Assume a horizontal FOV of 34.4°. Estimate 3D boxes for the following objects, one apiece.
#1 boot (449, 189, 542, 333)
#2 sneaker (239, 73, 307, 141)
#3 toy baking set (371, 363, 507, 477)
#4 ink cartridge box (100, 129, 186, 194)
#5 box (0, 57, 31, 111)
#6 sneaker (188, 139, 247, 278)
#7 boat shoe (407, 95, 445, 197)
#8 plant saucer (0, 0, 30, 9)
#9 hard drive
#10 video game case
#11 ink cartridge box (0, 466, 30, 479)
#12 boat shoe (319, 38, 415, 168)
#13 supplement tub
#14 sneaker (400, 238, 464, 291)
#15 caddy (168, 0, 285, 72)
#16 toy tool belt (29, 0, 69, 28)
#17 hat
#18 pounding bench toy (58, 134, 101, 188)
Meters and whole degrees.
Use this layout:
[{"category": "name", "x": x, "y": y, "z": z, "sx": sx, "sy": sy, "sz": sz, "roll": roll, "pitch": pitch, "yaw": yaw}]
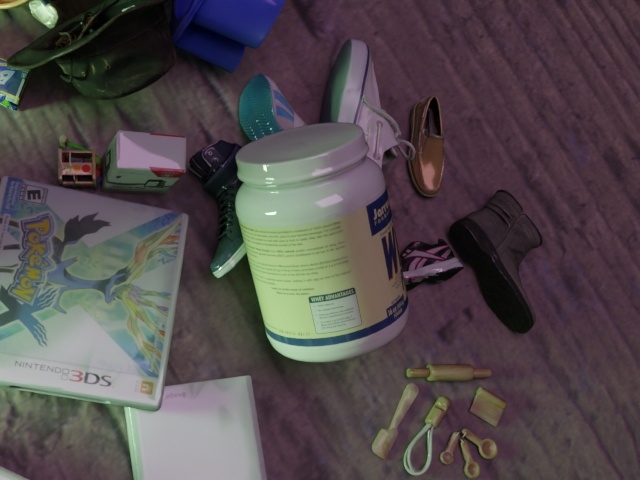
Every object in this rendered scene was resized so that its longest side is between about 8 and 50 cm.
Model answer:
[{"category": "boot", "x": 0.358, "y": 0.032, "z": 1.895, "sx": 0.161, "sy": 0.083, "sz": 0.246, "roll": -29, "pitch": 87, "yaw": -32}, {"category": "sneaker", "x": -0.066, "y": -0.190, "z": 1.783, "sx": 0.092, "sy": 0.087, "sz": 0.228, "roll": 10, "pitch": 46, "yaw": -49}, {"category": "toy baking set", "x": 0.211, "y": 0.306, "z": 1.775, "sx": 0.256, "sy": 0.030, "sz": 0.196, "roll": 7, "pitch": 71, "yaw": -19}, {"category": "ink cartridge box", "x": -0.284, "y": -0.121, "z": 1.647, "sx": 0.109, "sy": 0.150, "sz": 0.063, "roll": 2, "pitch": 77, "yaw": -21}, {"category": "box", "x": -0.551, "y": -0.268, "z": 1.639, "sx": 0.169, "sy": 0.054, "sz": 0.059, "roll": 20, "pitch": 68, "yaw": -15}, {"category": "sneaker", "x": -0.165, "y": -0.061, "z": 1.704, "sx": 0.163, "sy": 0.086, "sz": 0.226, "roll": 37, "pitch": 57, "yaw": -16}, {"category": "boat shoe", "x": 0.200, "y": -0.175, "z": 1.897, "sx": 0.068, "sy": 0.072, "sz": 0.189, "roll": 1, "pitch": 74, "yaw": -21}, {"category": "plant saucer", "x": -0.508, "y": -0.472, "z": 1.683, "sx": 0.200, "sy": 0.037, "sz": 0.199, "roll": -1, "pitch": 87, "yaw": 12}, {"category": "hard drive", "x": -0.182, "y": 0.373, "z": 1.594, "sx": 0.203, "sy": 0.040, "sz": 0.307, "roll": -5, "pitch": 76, "yaw": -23}, {"category": "video game case", "x": -0.370, "y": 0.079, "z": 1.589, "sx": 0.300, "sy": 0.036, "sz": 0.328, "roll": 12, "pitch": 64, "yaw": -15}, {"category": "ink cartridge box", "x": -0.546, "y": 0.376, "z": 1.405, "sx": 0.278, "sy": 0.117, "sz": 0.201, "roll": 28, "pitch": 66, "yaw": -11}, {"category": "boat shoe", "x": 0.087, "y": -0.169, "z": 1.817, "sx": 0.157, "sy": 0.136, "sz": 0.367, "roll": 10, "pitch": 73, "yaw": -18}, {"category": "supplement tub", "x": 0.000, "y": 0.000, "z": 1.612, "sx": 0.235, "sy": 0.235, "sz": 0.324, "roll": -23, "pitch": 113, "yaw": -26}, {"category": "sneaker", "x": 0.161, "y": 0.042, "z": 1.827, "sx": 0.178, "sy": 0.072, "sz": 0.077, "roll": -10, "pitch": 66, "yaw": -32}, {"category": "caddy", "x": -0.155, "y": -0.456, "z": 1.754, "sx": 0.179, "sy": 0.241, "sz": 0.341, "roll": 29, "pitch": 66, "yaw": -18}, {"category": "toy tool belt", "x": -0.459, "y": -0.395, "z": 1.725, "sx": 0.083, "sy": 0.052, "sz": 0.051, "roll": 48, "pitch": 29, "yaw": -6}, {"category": "hat", "x": -0.318, "y": -0.302, "z": 1.629, "sx": 0.331, "sy": 0.331, "sz": 0.134, "roll": -38, "pitch": 114, "yaw": -27}, {"category": "pounding bench toy", "x": -0.384, "y": -0.129, "z": 1.656, "sx": 0.065, "sy": 0.052, "sz": 0.083, "roll": -1, "pitch": 74, "yaw": -10}]
